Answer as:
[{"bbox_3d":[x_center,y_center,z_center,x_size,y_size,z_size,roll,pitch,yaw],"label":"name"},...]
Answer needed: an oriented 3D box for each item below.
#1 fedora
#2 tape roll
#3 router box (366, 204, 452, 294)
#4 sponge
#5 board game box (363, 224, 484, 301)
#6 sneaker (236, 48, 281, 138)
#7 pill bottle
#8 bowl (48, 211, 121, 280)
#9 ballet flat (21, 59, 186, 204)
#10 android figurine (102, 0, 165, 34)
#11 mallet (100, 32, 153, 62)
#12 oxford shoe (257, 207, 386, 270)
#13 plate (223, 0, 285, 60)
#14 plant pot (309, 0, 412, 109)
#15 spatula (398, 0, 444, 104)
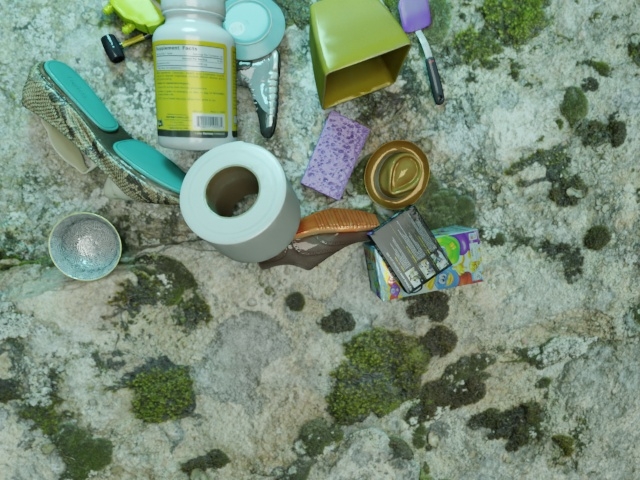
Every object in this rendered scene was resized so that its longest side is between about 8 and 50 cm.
[{"bbox_3d":[0.214,-0.176,1.225,0.194,0.079,0.195,-1,97,-6],"label":"fedora"},{"bbox_3d":[-0.180,-0.083,1.070,0.246,0.169,0.246,-3,73,9],"label":"tape roll"},{"bbox_3d":[0.218,0.021,1.119,0.133,0.046,0.179,-34,95,-3],"label":"router box"},{"bbox_3d":[0.038,-0.225,1.223,0.117,0.031,0.210,23,93,-9],"label":"sponge"},{"bbox_3d":[0.271,0.056,1.225,0.275,0.144,0.142,-10,97,-5],"label":"board game box"},{"bbox_3d":[-0.172,-0.375,1.163,0.132,0.086,0.229,4,86,-2],"label":"sneaker"},{"bbox_3d":[-0.291,-0.385,1.067,0.187,0.188,0.334,0,104,-7],"label":"pill bottle"},{"bbox_3d":[-0.578,0.011,1.152,0.170,0.080,0.170,-1,97,-6],"label":"bowl"},{"bbox_3d":[-0.520,-0.215,1.114,0.483,0.164,0.182,43,112,-4],"label":"ballet flat"},{"bbox_3d":[-0.399,-0.615,1.103,0.248,0.056,0.273,43,83,-6],"label":"android figurine"},{"bbox_3d":[-0.451,-0.513,1.134,0.189,0.039,0.062,-34,96,-7],"label":"mallet"},{"bbox_3d":[0.000,0.000,1.213,0.363,0.130,0.133,-6,114,0],"label":"oxford shoe"},{"bbox_3d":[-0.182,-0.537,1.135,0.188,0.024,0.188,0,79,1],"label":"plate"},{"bbox_3d":[0.072,-0.478,1.121,0.212,0.212,0.187,-21,85,-4],"label":"plant pot"},{"bbox_3d":[0.281,-0.509,1.219,0.084,0.030,0.297,-19,99,-3],"label":"spatula"}]
